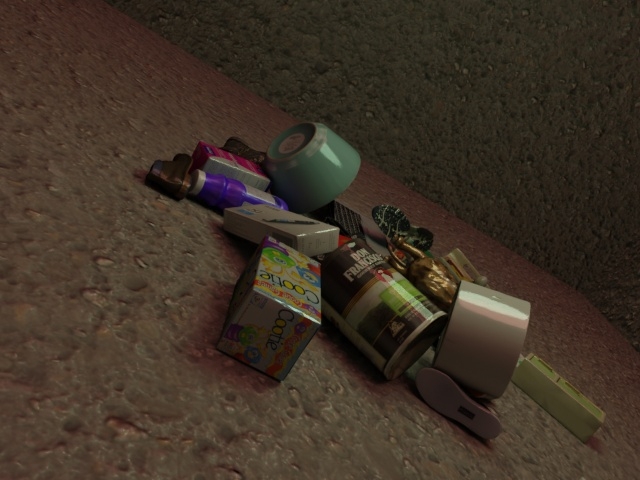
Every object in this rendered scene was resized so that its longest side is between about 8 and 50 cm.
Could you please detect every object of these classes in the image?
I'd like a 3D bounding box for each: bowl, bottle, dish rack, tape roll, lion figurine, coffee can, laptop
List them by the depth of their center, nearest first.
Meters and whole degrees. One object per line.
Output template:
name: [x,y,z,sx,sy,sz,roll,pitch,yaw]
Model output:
coffee can: [0.128,0.157,1.381,0.275,0.201,0.201,42,20,24]
tape roll: [0.380,0.234,1.420,0.169,0.246,0.246,19,15,11]
bottle: [-0.228,-0.115,1.642,0.282,0.092,0.118,21,10,-34]
dish rack: [0.000,0.000,1.774,0.271,0.074,0.208,12,27,-49]
bowl: [-0.050,-0.244,1.810,0.163,0.311,0.311,55,2,-37]
lion figurine: [0.300,0.095,1.815,0.240,0.142,0.392,35,10,-1]
laptop: [0.139,-0.163,2.171,0.408,0.236,0.382,29,19,-13]

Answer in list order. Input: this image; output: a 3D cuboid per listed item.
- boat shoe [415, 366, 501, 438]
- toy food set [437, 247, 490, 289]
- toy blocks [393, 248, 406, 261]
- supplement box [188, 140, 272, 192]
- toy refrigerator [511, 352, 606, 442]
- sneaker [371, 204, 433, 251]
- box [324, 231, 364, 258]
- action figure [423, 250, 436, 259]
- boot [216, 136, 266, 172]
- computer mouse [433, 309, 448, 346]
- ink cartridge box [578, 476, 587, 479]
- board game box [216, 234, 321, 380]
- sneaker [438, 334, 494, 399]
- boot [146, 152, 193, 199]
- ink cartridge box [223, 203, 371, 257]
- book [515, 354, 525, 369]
boat shoe: [0.315,0.368,1.369,0.228,0.080,0.076,32,4,3]
toy food set: [0.549,0.135,2.249,0.220,0.092,0.306,54,21,10]
toy blocks: [0.309,0.077,2.129,0.123,0.054,0.148,42,19,11]
supplement box: [-0.270,-0.185,1.727,0.220,0.114,0.111,17,25,-38]
toy refrigerator: [0.707,0.460,1.767,0.269,0.094,0.102,41,20,24]
sneaker: [0.284,-0.041,2.212,0.283,0.110,0.122,33,-9,-27]
box: [0.079,0.045,1.700,0.162,0.029,0.116,-17,88,-48]
action figure: [0.370,0.023,2.364,0.137,0.063,0.232,20,26,-31]
boot: [-0.252,-0.250,1.997,0.263,0.091,0.229,28,24,-5]
computer mouse: [0.355,0.233,1.785,0.188,0.072,0.272,31,18,-11]
ink cartridge box: [0.597,0.605,1.259,0.104,0.060,0.180,35,18,3]
board game box: [-0.094,0.122,1.180,0.142,0.144,0.275,29,17,-11]
sneaker: [0.408,0.321,1.612,0.121,0.099,0.262,34,30,-40]
boot: [-0.403,-0.197,1.577,0.106,0.082,0.219,27,21,-27]
ink cartridge box: [-0.059,-0.034,1.507,0.261,0.066,0.296,-10,21,-42]
book: [0.614,0.370,1.950,0.096,0.035,0.144,9,31,-44]
